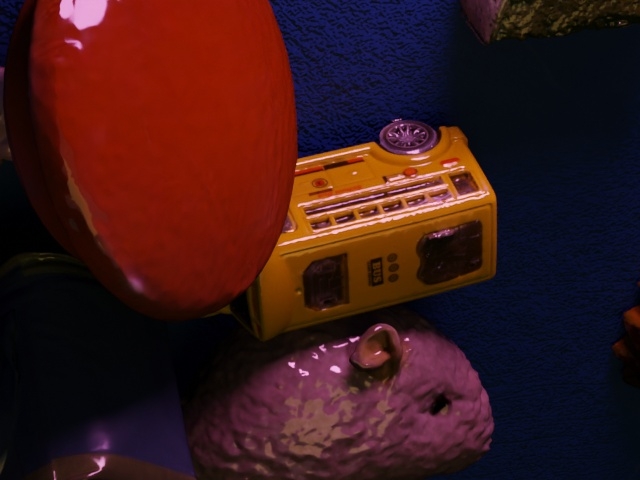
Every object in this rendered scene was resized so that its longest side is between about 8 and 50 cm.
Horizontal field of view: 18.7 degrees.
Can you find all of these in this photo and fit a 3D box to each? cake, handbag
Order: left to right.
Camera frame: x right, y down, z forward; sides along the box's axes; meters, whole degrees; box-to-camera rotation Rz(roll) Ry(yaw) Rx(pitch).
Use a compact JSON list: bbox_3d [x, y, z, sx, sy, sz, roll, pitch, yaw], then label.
[{"bbox_3d":[-0.253,0.174,1.815,0.263,0.241,0.222,-32,146,33],"label":"handbag"},{"bbox_3d":[0.254,-0.253,1.836,0.235,0.100,0.099,-6,127,-17],"label":"cake"}]

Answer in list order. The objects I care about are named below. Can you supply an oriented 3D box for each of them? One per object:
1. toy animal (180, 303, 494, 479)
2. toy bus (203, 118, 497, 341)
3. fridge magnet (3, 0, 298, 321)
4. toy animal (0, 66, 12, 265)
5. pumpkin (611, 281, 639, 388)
[{"bbox_3d":[-0.010,0.164,1.987,0.358,0.188,0.226,-16,119,-9],"label":"toy animal"},{"bbox_3d":[0.000,0.000,1.891,0.330,0.152,0.144,-14,130,-12],"label":"toy bus"},{"bbox_3d":[-0.139,-0.111,1.660,0.155,0.363,0.363,-5,138,29],"label":"fridge magnet"},{"bbox_3d":[-0.298,-0.063,1.759,0.185,0.104,0.184,-47,126,9],"label":"toy animal"},{"bbox_3d":[0.425,0.111,2.153,0.130,0.149,0.254,-8,129,-27],"label":"pumpkin"}]
